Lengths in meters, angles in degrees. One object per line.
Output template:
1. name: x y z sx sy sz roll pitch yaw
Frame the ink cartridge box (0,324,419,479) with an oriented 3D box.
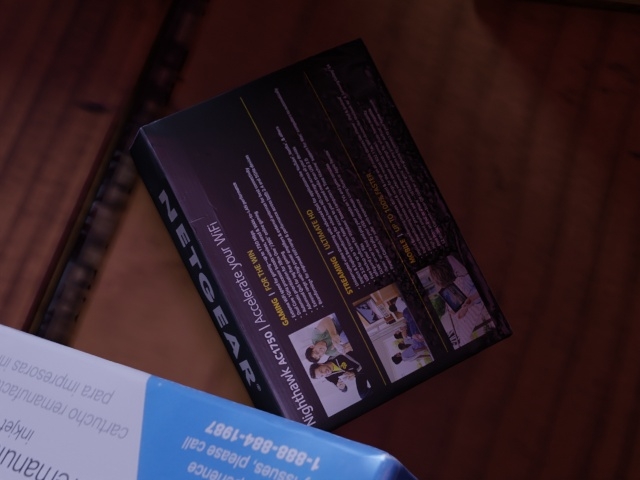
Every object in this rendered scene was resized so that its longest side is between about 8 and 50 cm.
1. ink cartridge box: -0.098 0.208 0.414 0.129 0.223 0.307 49 61 -46

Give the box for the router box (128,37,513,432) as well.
1. router box: 0.000 0.000 0.600 0.133 0.046 0.179 -25 85 -20

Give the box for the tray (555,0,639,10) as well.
1. tray: 0.184 -0.349 0.726 0.203 0.076 0.411 3 76 -17
